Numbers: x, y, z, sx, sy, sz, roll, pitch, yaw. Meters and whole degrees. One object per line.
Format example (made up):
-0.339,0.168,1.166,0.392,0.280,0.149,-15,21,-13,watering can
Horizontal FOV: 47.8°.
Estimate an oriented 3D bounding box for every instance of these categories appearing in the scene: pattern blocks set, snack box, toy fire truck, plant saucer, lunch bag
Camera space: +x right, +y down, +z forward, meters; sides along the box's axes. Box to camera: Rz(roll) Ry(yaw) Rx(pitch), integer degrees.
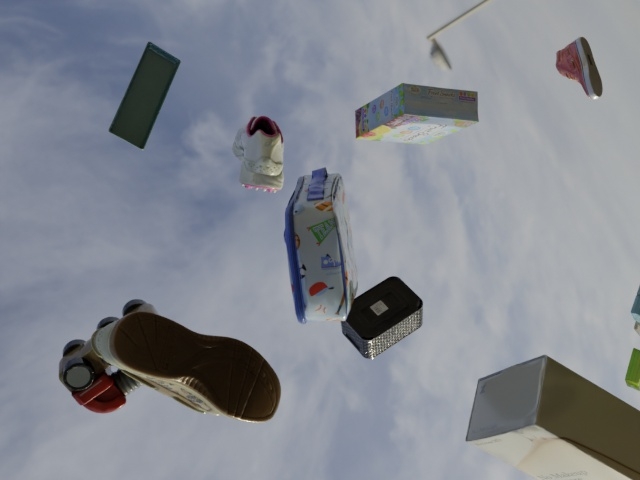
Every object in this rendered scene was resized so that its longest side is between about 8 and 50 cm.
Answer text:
0.460,0.062,0.972,0.285,0.026,0.325,-62,-33,-17,pattern blocks set
0.193,-0.254,1.477,0.175,0.207,0.070,1,-95,-24,snack box
-0.374,0.268,1.464,0.246,0.217,0.158,58,172,-24,toy fire truck
-0.305,-0.250,1.253,0.067,0.018,0.192,29,-116,-27,plant saucer
0.000,0.000,1.339,0.303,0.115,0.243,-82,-16,-70,lunch bag

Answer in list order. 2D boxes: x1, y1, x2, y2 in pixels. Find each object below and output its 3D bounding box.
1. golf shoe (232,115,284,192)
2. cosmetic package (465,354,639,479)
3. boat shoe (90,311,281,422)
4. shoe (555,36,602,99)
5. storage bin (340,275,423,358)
-0.125,-0.217,1.576,0.115,0.140,0.306,4,-154,-15,golf shoe
0.390,0.301,1.066,0.310,0.160,0.113,29,-123,-13,cosmetic package
-0.176,0.175,1.000,0.285,0.089,0.104,35,-122,-32,boat shoe
0.666,-0.431,1.866,0.064,0.081,0.177,8,-114,-40,shoe
0.147,0.184,1.742,0.122,0.180,0.084,46,156,36,storage bin
